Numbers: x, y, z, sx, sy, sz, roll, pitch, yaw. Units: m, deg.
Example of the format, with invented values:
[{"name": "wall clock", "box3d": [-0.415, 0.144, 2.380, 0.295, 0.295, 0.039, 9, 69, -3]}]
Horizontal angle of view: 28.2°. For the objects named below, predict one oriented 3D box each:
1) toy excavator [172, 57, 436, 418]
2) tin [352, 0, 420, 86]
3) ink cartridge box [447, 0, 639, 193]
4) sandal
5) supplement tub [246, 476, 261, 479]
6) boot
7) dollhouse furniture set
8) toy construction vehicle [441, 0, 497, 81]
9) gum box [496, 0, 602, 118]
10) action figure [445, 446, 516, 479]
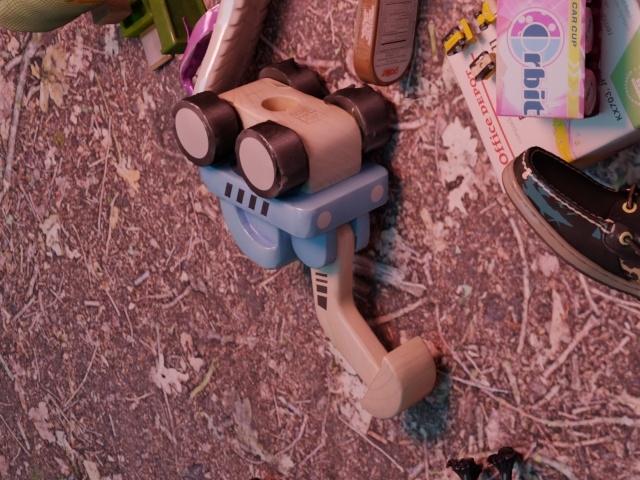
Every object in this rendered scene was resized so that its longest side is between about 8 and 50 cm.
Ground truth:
[{"name": "toy excavator", "box3d": [0.000, 0.000, 1.921, 0.433, 0.222, 0.445, 28, 133, 39]}, {"name": "tin", "box3d": [0.094, -0.308, 1.780, 0.040, 0.106, 0.189, 24, 118, 39]}, {"name": "ink cartridge box", "box3d": [0.298, -0.192, 1.593, 0.353, 0.119, 0.207, -30, 79, 46]}, {"name": "sandal", "box3d": [-0.157, -0.338, 1.985, 0.102, 0.169, 0.416, 24, 108, 12]}, {"name": "supplement tub", "box3d": [-0.079, 0.504, 2.185, 0.198, 0.106, 0.106, 52, 132, 24]}, {"name": "boot", "box3d": [0.424, -0.053, 1.436, 0.377, 0.138, 0.284, 37, 126, 3]}, {"name": "dollhouse furniture set", "box3d": [-0.358, -0.348, 2.088, 0.198, 0.302, 0.151, -25, 80, 44]}, {"name": "toy construction vehicle", "box3d": [0.203, -0.244, 1.573, 0.098, 0.035, 0.085, -46, 54, 38]}, {"name": "gum box", "box3d": [0.263, -0.237, 1.470, 0.107, 0.062, 0.188, 5, 104, 30]}, {"name": "action figure", "box3d": [0.249, 0.442, 1.810, 0.164, 0.141, 0.275, -14, 89, 35]}]
